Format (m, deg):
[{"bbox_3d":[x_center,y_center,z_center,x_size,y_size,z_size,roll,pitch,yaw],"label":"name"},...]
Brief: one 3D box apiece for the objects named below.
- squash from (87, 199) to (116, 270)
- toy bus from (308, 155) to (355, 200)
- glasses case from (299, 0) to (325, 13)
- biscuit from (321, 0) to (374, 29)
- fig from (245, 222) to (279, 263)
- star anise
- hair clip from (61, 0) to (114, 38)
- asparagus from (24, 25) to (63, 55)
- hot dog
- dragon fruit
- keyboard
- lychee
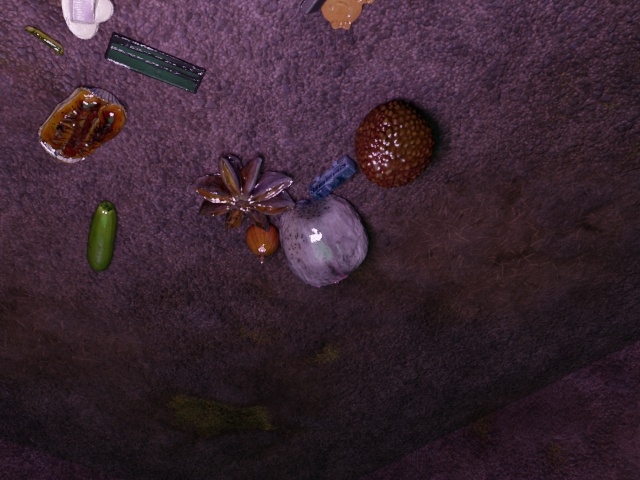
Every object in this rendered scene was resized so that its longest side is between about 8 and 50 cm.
[{"bbox_3d":[-0.696,-0.002,2.108,0.082,0.082,0.293,10,132,-15],"label":"squash"},{"bbox_3d":[0.034,-0.187,2.013,0.047,0.065,0.166,33,122,-31],"label":"toy bus"},{"bbox_3d":[0.024,-0.619,1.560,0.042,0.072,0.190,41,120,-6],"label":"glasses case"},{"bbox_3d":[0.068,-0.610,1.631,0.133,0.027,0.184,30,125,-32],"label":"biscuit"},{"bbox_3d":[-0.179,0.000,2.131,0.119,0.153,0.119,-5,107,-17],"label":"fig"},{"bbox_3d":[-0.229,-0.144,1.997,0.331,0.118,0.332,0,142,0],"label":"star anise"},{"bbox_3d":[-0.569,-0.584,1.561,0.159,0.071,0.219,7,128,-8],"label":"hair clip"},{"bbox_3d":[-0.689,-0.502,1.659,0.021,0.025,0.108,-30,130,34],"label":"asparagus"},{"bbox_3d":[-0.652,-0.311,1.812,0.270,0.082,0.162,-33,127,25],"label":"hot dog"},{"bbox_3d":[0.000,0.000,2.090,0.282,0.204,0.221,-18,137,11],"label":"dragon fruit"},{"bbox_3d":[-0.432,-0.459,1.734,0.250,0.017,0.087,17,129,-22],"label":"keyboard"},{"bbox_3d":[0.200,-0.260,1.838,0.235,0.271,0.236,10,121,17],"label":"lychee"}]
